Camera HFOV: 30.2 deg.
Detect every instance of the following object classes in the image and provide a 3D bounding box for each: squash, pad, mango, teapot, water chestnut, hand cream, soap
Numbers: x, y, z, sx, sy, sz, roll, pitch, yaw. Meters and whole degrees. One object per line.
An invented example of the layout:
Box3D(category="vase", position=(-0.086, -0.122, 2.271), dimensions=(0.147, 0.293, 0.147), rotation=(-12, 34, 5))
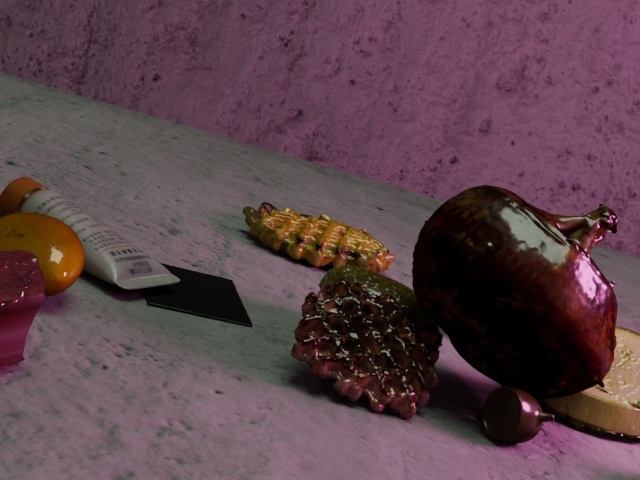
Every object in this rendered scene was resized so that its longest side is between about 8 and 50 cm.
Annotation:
Box3D(category="squash", position=(0.439, 0.223, 1.857), dimensions=(0.220, 0.133, 0.220), rotation=(13, 17, -4))
Box3D(category="pad", position=(-0.206, 0.080, 1.904), dimensions=(0.170, 0.006, 0.245), rotation=(14, 12, -16))
Box3D(category="mango", position=(-0.407, 0.020, 1.670), dimensions=(0.141, 0.102, 0.217), rotation=(1, 16, -34))
Box3D(category="teapot", position=(0.266, 0.245, 1.637), dimensions=(0.068, 0.076, 0.121), rotation=(20, -23, -37))
Box3D(category="water chestnut", position=(0.313, 0.061, 1.736), dimensions=(0.350, 0.302, 0.350), rotation=(45, -1, 1))
Box3D(category="hand cream", position=(-0.369, -0.002, 1.872), dimensions=(0.314, 0.089, 0.139), rotation=(27, 16, 28))
Box3D(category="soap", position=(-0.418, 0.078, 1.370), dimensions=(0.182, 0.112, 0.289), rotation=(22, 11, 15))

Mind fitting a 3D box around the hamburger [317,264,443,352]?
Box3D(category="hamburger", position=(0.099, 0.120, 1.856), dimensions=(0.215, 0.122, 0.189), rotation=(23, 12, 18))

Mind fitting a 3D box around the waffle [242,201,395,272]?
Box3D(category="waffle", position=(-0.008, -0.004, 2.438), dimensions=(0.329, 0.062, 0.329), rotation=(14, 12, -3))

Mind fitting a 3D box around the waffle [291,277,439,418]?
Box3D(category="waffle", position=(0.069, 0.146, 1.674), dimensions=(0.221, 0.055, 0.234), rotation=(28, 36, -2))
